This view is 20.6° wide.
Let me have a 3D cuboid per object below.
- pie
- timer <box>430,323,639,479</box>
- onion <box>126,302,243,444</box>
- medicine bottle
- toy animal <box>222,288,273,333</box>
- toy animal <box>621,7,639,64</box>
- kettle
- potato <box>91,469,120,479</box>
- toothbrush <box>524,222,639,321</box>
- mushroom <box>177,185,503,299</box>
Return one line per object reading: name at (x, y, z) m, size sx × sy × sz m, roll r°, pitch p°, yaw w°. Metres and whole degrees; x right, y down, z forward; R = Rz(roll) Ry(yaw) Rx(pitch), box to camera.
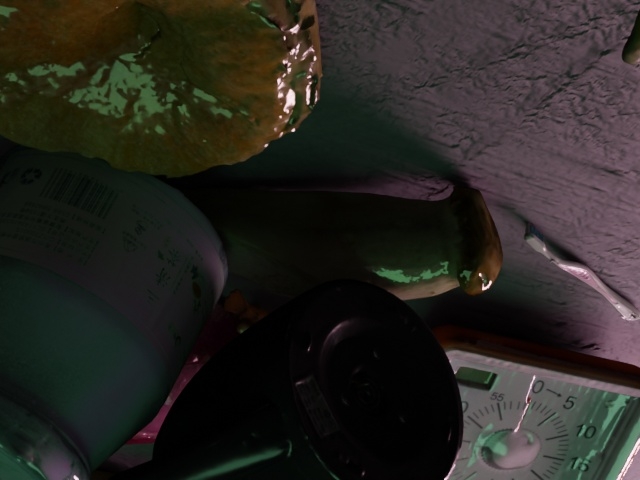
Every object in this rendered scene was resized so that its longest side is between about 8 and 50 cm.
pie at (-0.156, -0.161, 1.402) m, size 0.339 × 0.083 × 0.339 m, roll 3°, pitch 150°, yaw 2°
timer at (0.195, 0.192, 1.855) m, size 0.257 × 0.161 × 0.250 m, roll 13°, pitch 137°, yaw -14°
onion at (-0.186, 0.149, 1.864) m, size 0.247 × 0.111 × 0.250 m, roll -9°, pitch 144°, yaw 21°
medicine bottle at (-0.246, 0.092, 1.561) m, size 0.245 × 0.290 × 0.245 m, roll 19°, pitch 148°, yaw 12°
toy animal at (0.030, 0.071, 1.733) m, size 0.255 × 0.114 × 0.116 m, roll -24°, pitch 163°, yaw 17°
toy animal at (0.265, -0.229, 1.202) m, size 0.181 × 0.180 × 0.363 m, roll 0°, pitch 170°, yaw 18°
kettle at (-0.062, 0.182, 1.581) m, size 0.290 × 0.207 × 0.268 m, roll -28°, pitch 170°, yaw 41°
potato at (-0.268, 0.340, 2.150) m, size 0.194 × 0.157 × 0.157 m, roll 35°, pitch 137°, yaw -20°
toothbrush at (0.257, 0.036, 1.725) m, size 0.017 × 0.022 × 0.204 m, roll -17°, pitch 142°, yaw 36°
mushroom at (0.000, 0.003, 1.617) m, size 0.333 × 0.107 × 0.087 m, roll 1°, pitch 149°, yaw 4°
